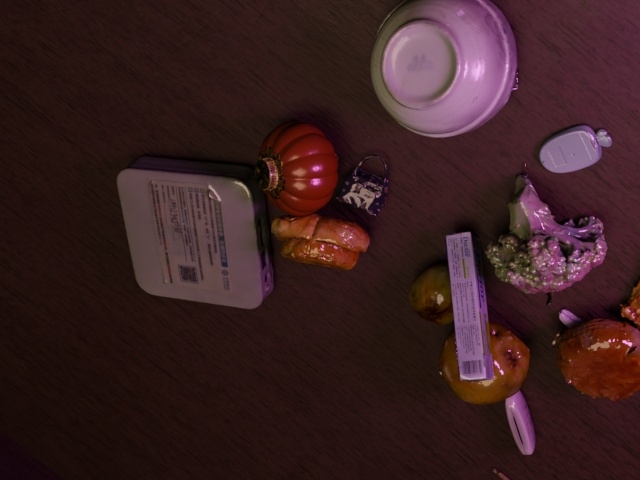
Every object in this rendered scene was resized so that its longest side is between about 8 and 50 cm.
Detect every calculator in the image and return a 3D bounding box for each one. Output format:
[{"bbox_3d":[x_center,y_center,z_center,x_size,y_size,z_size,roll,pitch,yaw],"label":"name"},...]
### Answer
[{"bbox_3d":[0.542,-0.195,1.690,0.153,0.021,0.095,-19,110,34],"label":"calculator"}]

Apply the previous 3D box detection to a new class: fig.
[{"bbox_3d":[0.285,0.134,1.929,0.135,0.121,0.153,25,124,2],"label":"fig"}]

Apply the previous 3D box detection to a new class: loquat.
[{"bbox_3d":[0.385,0.306,1.946,0.213,0.213,0.246,52,140,-11],"label":"loquat"}]

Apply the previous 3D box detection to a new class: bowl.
[{"bbox_3d":[0.231,-0.357,1.608,0.307,0.163,0.307,8,107,27],"label":"bowl"}]

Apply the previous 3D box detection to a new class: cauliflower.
[{"bbox_3d":[0.475,-0.014,1.739,0.256,0.238,0.316,-18,94,57],"label":"cauliflower"}]

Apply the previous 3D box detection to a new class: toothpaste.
[{"bbox_3d":[0.343,0.152,1.822,0.067,0.081,0.337,-9,75,24],"label":"toothpaste"}]

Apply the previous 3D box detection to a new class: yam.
[{"bbox_3d":[0.521,0.668,2.208,0.107,0.014,0.014,38,126,-2],"label":"yam"}]

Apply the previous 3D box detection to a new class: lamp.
[{"bbox_3d":[-0.053,-0.168,1.849,0.223,0.196,0.223,27,123,52],"label":"lamp"}]

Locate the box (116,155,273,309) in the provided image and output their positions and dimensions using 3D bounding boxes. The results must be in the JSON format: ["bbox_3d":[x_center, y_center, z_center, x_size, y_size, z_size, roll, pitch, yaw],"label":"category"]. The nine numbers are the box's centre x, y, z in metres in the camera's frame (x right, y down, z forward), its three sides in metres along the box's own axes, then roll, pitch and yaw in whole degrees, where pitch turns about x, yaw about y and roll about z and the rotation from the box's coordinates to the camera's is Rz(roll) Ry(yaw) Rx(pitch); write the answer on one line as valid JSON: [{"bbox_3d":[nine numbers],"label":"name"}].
[{"bbox_3d":[-0.326,-0.018,2.103,0.396,0.111,0.396,7,122,18],"label":"box"}]

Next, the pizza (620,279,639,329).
[{"bbox_3d":[0.787,0.156,1.757,0.226,0.086,0.336,-14,114,27],"label":"pizza"}]

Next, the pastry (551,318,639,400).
[{"bbox_3d":[0.651,0.275,1.839,0.228,0.100,0.219,14,130,5],"label":"pastry"}]

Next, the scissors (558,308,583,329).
[{"bbox_3d":[0.649,0.235,1.893,0.204,0.027,0.101,41,124,-6],"label":"scissors"}]

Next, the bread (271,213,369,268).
[{"bbox_3d":[0.000,0.000,1.931,0.236,0.198,0.120,10,87,19],"label":"bread"}]

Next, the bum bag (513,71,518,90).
[{"bbox_3d":[0.319,-0.342,1.680,0.197,0.049,0.087,15,117,19],"label":"bum bag"}]

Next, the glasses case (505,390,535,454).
[{"bbox_3d":[0.519,0.469,2.055,0.049,0.074,0.194,-10,113,31],"label":"glasses case"}]

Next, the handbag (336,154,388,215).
[{"bbox_3d":[0.111,-0.140,1.874,0.115,0.072,0.139,25,121,9],"label":"handbag"}]
